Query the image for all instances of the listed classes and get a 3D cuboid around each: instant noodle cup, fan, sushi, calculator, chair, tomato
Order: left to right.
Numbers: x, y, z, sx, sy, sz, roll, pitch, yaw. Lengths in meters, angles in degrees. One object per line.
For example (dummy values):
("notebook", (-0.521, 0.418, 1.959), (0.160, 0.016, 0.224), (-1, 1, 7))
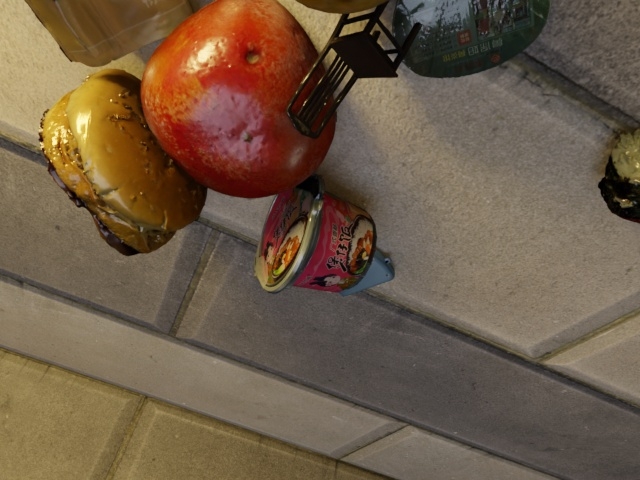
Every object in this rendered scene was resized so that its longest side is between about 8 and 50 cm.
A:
("tomato", (-0.117, -0.196, 0.711), (0.339, 0.143, 0.337), (-7, 125, -11))
("instant noodle cup", (0.000, 0.000, 0.924), (0.182, 0.258, 0.302), (16, 152, -25))
("chair", (0.044, -0.245, 0.636), (0.084, 0.212, 0.102), (34, 171, -38))
("calculator", (0.089, 0.081, 1.116), (0.210, 0.039, 0.121), (-25, 127, 33))
("fan", (0.227, -0.364, 0.627), (0.224, 0.012, 0.294), (11, 139, 2))
("sushi", (0.595, -0.109, 0.720), (0.226, 0.136, 0.126), (-3, 144, 11))

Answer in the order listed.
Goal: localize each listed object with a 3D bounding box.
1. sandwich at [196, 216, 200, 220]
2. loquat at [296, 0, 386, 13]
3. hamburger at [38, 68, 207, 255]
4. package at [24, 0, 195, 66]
("sandwich", (-0.331, -0.086, 1.050), (0.070, 0.026, 0.101), (8, 137, 7))
("loquat", (0.029, -0.387, 0.508), (0.244, 0.243, 0.243), (7, 137, 7))
("hamburger", (-0.343, -0.138, 0.808), (0.174, 0.284, 0.304), (-22, 129, 16))
("package", (-0.343, -0.395, 0.579), (0.222, 0.164, 0.311), (6, 149, 16))
